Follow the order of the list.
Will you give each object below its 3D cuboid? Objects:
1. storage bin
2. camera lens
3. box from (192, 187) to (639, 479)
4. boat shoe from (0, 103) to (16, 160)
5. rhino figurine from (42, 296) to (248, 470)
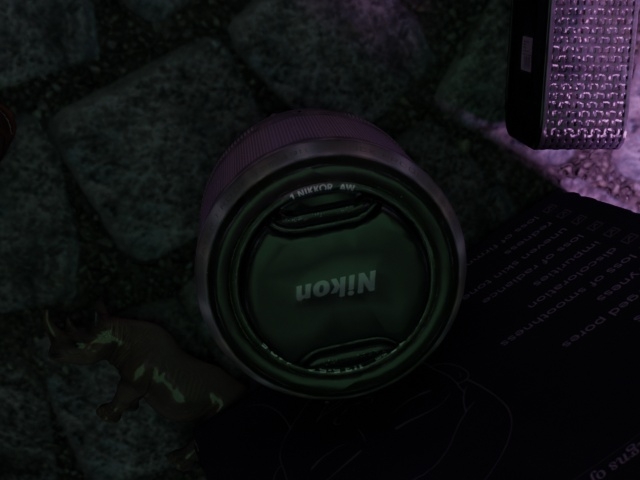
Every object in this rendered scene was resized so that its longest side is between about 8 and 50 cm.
[{"bbox_3d":[0.235,-0.182,0.930,0.084,0.122,0.180,0,105,-6],"label":"storage bin"},{"bbox_3d":[0.000,0.000,0.880,0.220,0.274,0.219,-1,105,-5],"label":"camera lens"},{"bbox_3d":[0.187,0.226,0.823,0.480,0.472,0.297,-33,106,-6],"label":"box"},{"bbox_3d":[-0.369,-0.045,0.939,0.073,0.073,0.207,32,102,-14],"label":"boat shoe"},{"bbox_3d":[-0.180,0.139,1.008,0.243,0.073,0.106,36,102,-12],"label":"rhino figurine"}]
